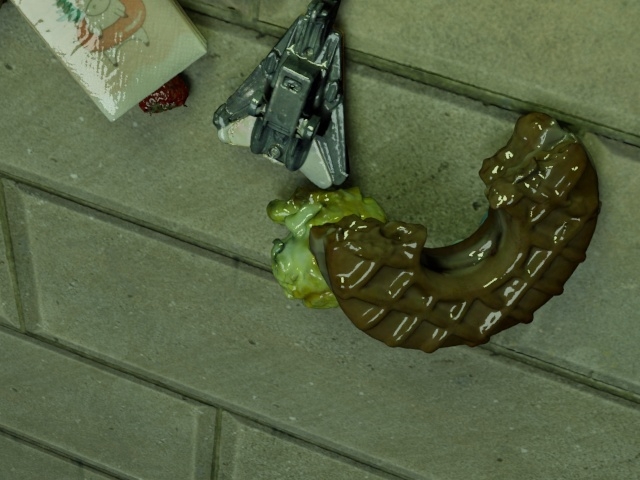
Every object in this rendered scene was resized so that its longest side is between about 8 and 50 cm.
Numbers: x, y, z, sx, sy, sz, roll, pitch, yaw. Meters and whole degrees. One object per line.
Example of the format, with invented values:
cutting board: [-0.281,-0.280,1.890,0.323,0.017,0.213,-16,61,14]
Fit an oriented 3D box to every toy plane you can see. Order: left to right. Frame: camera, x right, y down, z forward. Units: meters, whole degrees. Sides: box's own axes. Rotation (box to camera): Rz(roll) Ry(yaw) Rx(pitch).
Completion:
toy plane: [-0.019,-0.217,1.128,0.204,0.103,0.316,25,136,4]

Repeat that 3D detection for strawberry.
strawberry: [-0.226,-0.220,1.262,0.073,0.073,0.083,-11,88,33]

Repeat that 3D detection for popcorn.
popcorn: [0.000,0.000,1.278,0.212,0.198,0.198,55,140,20]

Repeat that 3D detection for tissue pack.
tissue pack: [-0.305,-0.331,1.135,0.170,0.071,0.325,-34,115,5]

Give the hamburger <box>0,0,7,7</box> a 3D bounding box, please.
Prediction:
hamburger: [-0.529,-0.399,1.187,0.243,0.146,0.286,15,133,3]

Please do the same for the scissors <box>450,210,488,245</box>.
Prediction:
scissors: [0.213,0.026,1.291,0.256,0.030,0.125,-23,118,35]

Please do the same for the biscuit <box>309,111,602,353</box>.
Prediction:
biscuit: [0.187,0.012,1.137,0.366,0.115,0.268,-23,128,3]
